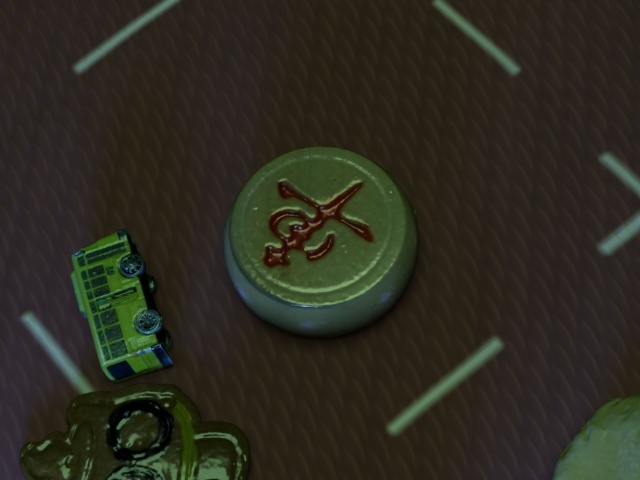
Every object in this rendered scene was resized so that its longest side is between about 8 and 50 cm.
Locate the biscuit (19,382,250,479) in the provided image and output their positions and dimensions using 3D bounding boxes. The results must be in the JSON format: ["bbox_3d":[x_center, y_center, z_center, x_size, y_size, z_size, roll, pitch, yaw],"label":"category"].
[{"bbox_3d":[-0.231,0.272,1.847,0.290,0.041,0.208,0,65,6],"label":"biscuit"}]

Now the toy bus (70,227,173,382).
[{"bbox_3d":[-0.253,0.082,1.908,0.101,0.088,0.175,-20,66,-1],"label":"toy bus"}]

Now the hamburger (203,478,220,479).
[{"bbox_3d":[-0.035,0.374,1.704,0.245,0.155,0.282,-7,32,-22],"label":"hamburger"}]

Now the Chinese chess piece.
[{"bbox_3d":[0.000,0.000,1.909,0.251,0.097,0.251,-2,65,5],"label":"Chinese chess piece"}]

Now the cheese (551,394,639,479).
[{"bbox_3d":[0.361,0.289,1.701,0.214,0.117,0.226,9,70,44],"label":"cheese"}]
